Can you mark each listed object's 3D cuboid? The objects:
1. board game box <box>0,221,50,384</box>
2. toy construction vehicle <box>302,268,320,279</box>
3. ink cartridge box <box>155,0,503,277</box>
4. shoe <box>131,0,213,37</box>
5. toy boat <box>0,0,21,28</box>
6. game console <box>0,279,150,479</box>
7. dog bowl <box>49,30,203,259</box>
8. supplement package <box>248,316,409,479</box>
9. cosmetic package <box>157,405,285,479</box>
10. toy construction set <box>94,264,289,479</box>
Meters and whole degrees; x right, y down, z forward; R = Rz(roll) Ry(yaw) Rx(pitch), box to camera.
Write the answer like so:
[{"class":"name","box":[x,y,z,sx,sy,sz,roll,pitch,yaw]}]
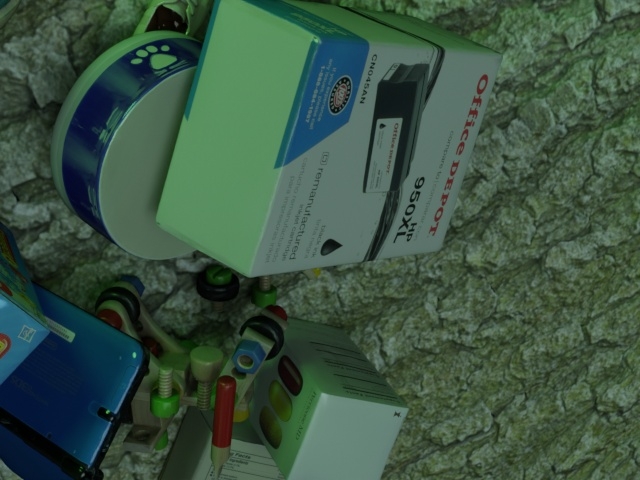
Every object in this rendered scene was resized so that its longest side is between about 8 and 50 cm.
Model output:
[{"class":"board game box","box":[-0.470,0.128,1.550,0.308,0.302,0.086,-46,120,2]},{"class":"toy construction vehicle","box":[0.000,0.000,1.840,0.098,0.035,0.086,-43,131,3]},{"class":"ink cartridge box","box":[0.022,-0.128,1.618,0.395,0.166,0.286,-7,119,-52]},{"class":"shoe","box":[-0.185,-0.260,1.639,0.076,0.058,0.219,28,99,-28]},{"class":"toy boat","box":[-0.463,-0.325,1.405,0.318,0.268,0.148,16,137,-10]},{"class":"game console","box":[-0.314,0.214,1.672,0.173,0.293,0.250,31,84,-52]},{"class":"dog bowl","box":[-0.188,-0.113,1.620,0.264,0.104,0.265,-27,134,-32]},{"class":"supplement package","box":[-0.005,0.216,1.803,0.133,0.244,0.139,13,105,-26]},{"class":"cosmetic package","box":[-0.156,0.395,1.895,0.160,0.113,0.310,18,103,-27]},{"class":"toy construction set","box":[-0.165,0.201,1.718,0.257,0.309,0.237,0,117,-13]}]
